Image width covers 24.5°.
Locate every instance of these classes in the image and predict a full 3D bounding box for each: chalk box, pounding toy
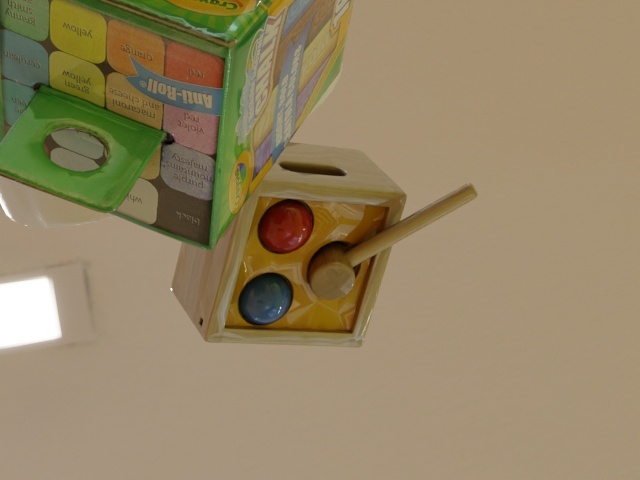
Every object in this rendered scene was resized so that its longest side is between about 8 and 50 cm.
[{"bbox_3d":[-0.080,-0.096,0.730,0.132,0.213,0.132,22,-45,11],"label":"chalk box"},{"bbox_3d":[0.000,0.000,0.920,0.100,0.141,0.130,49,-51,55],"label":"pounding toy"}]

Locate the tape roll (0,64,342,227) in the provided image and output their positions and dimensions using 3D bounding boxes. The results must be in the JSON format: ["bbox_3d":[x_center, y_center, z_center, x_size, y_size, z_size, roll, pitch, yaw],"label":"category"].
[{"bbox_3d":[-0.130,-0.126,1.108,0.286,0.286,0.100,-13,-64,25],"label":"tape roll"}]
